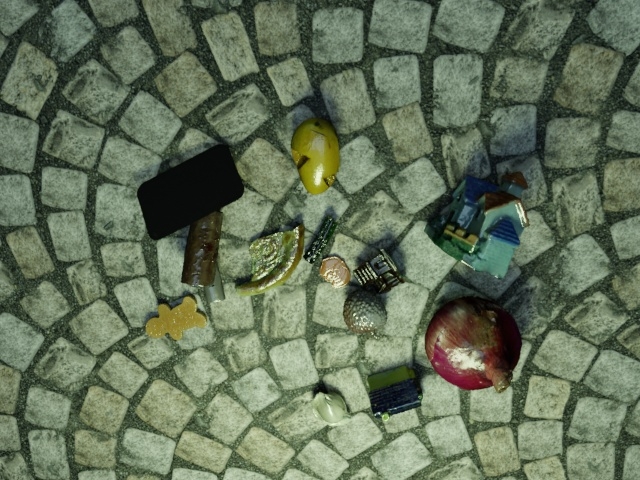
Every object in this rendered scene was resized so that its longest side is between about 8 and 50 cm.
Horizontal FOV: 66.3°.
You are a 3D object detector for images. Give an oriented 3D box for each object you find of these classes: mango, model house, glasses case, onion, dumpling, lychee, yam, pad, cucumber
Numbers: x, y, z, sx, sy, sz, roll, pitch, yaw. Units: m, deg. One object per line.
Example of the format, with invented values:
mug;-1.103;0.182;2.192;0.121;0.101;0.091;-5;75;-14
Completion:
mango;-0.014;-0.288;1.686;0.167;0.130;0.262;-8;107;7
model house;0.208;0.126;1.775;0.152;0.106;0.165;-33;95;8
glasses case;-0.413;0.139;1.848;0.072;0.042;0.190;-11;102;-3
onion;0.546;0.384;1.679;0.348;0.385;0.348;-4;113;-9
model house;0.289;0.597;1.826;0.194;0.211;0.170;-17;99;6
dumpling;0.032;0.657;1.912;0.127;0.108;0.188;-26;116;34
lychee;0.164;0.275;1.783;0.165;0.165;0.197;-15;86;6
yam;-0.422;0.028;1.749;0.131;0.131;0.279;7;84;2
model house;0.548;-0.091;1.612;0.252;0.295;0.329;24;106;-7
pad;-0.462;-0.191;1.736;0.375;0.063;0.315;-25;68;4
cucumber;0.000;0.000;1.785;0.058;0.058;0.187;29;103;-4

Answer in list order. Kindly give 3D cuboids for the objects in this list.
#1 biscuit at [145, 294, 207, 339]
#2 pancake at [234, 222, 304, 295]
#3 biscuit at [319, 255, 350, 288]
biscuit;-0.563;0.306;1.894;0.240;0.035;0.158;-21;98;7
pancake;-0.186;0.071;1.812;0.197;0.054;0.376;37;101;-5
biscuit;0.054;0.117;1.826;0.102;0.019;0.130;-35;98;9
